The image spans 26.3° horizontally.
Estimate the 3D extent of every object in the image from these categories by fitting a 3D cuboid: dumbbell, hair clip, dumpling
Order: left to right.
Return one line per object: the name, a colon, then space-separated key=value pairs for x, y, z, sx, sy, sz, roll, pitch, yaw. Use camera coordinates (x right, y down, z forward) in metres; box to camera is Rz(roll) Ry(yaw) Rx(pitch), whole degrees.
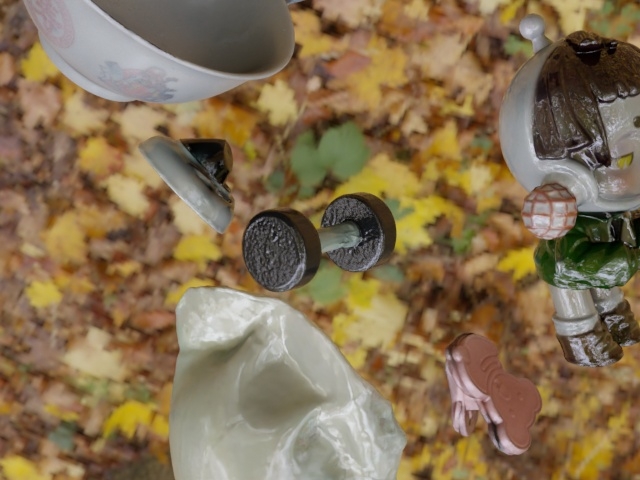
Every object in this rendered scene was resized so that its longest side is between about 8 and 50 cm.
dumpling: x=-0.014 y=0.130 z=0.850 sx=0.151 sy=0.124 sz=0.228 roll=-2 pitch=116 yaw=28
dumbbell: x=0.000 y=0.000 z=1.638 sx=0.100 sy=0.191 sz=0.100 roll=7 pitch=101 yaw=38
hair clip: x=0.214 y=0.184 z=1.706 sx=0.102 sy=0.123 sz=0.138 roll=2 pitch=118 yaw=25

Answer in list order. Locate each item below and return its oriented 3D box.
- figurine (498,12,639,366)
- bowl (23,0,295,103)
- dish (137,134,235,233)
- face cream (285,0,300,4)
figurine: x=0.279 y=-0.053 z=1.423 sx=0.167 sy=0.281 sz=0.369 roll=10 pitch=119 yaw=40
bowl: x=-0.208 y=-0.254 z=1.494 sx=0.346 sy=0.345 sz=0.157 roll=32 pitch=124 yaw=-16
dish: x=-0.132 y=-0.083 z=1.558 sx=0.078 sy=0.141 sz=0.141 roll=-43 pitch=118 yaw=3
face cream: x=0.081 y=-0.428 z=1.977 sx=0.385 sy=0.135 sz=0.086 roll=-24 pitch=130 yaw=-12
